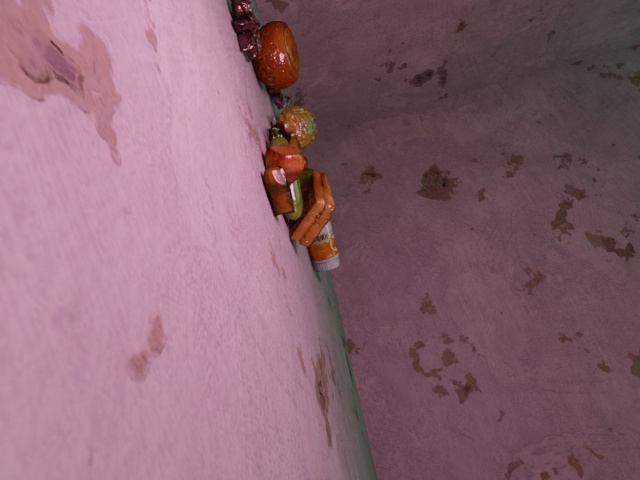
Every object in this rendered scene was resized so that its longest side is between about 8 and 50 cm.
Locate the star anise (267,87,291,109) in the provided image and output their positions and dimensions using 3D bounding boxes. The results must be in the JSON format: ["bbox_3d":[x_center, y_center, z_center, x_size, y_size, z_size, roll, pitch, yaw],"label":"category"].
[{"bbox_3d":[-0.239,-0.838,2.300,0.257,0.111,0.198,-110,-179,-47],"label":"star anise"}]

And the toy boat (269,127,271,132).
[{"bbox_3d":[-0.210,-0.449,1.873,0.096,0.034,0.122,-93,176,-73],"label":"toy boat"}]

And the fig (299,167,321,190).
[{"bbox_3d":[-0.071,-0.254,1.952,0.181,0.191,0.181,52,23,-32],"label":"fig"}]

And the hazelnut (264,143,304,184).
[{"bbox_3d":[-0.133,-0.277,1.498,0.150,0.150,0.150,-15,90,-86],"label":"hazelnut"}]

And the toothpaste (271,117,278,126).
[{"bbox_3d":[-0.211,-0.507,1.974,0.057,0.035,0.197,52,26,-67],"label":"toothpaste"}]

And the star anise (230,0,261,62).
[{"bbox_3d":[-0.288,-0.849,1.649,0.236,0.109,0.223,1,79,-88],"label":"star anise"}]

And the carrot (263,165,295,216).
[{"bbox_3d":[-0.137,-0.159,1.370,0.082,0.082,0.173,-95,170,-69],"label":"carrot"}]

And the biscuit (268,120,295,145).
[{"bbox_3d":[-0.150,-0.407,1.713,0.215,0.034,0.182,-9,-82,62],"label":"biscuit"}]

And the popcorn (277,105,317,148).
[{"bbox_3d":[-0.140,-0.644,2.371,0.225,0.249,0.249,20,-49,58],"label":"popcorn"}]

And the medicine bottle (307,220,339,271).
[{"bbox_3d":[0.000,0.000,2.219,0.158,0.158,0.318,-93,167,-73],"label":"medicine bottle"}]

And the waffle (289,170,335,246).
[{"bbox_3d":[-0.041,-0.141,1.723,0.098,0.224,0.327,28,26,-21],"label":"waffle"}]

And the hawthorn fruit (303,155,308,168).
[{"bbox_3d":[-0.125,-0.418,2.296,0.128,0.128,0.128,-15,90,-86],"label":"hawthorn fruit"}]

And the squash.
[{"bbox_3d":[-0.138,-0.263,1.614,0.101,0.101,0.378,45,33,-83],"label":"squash"}]

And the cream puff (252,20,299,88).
[{"bbox_3d":[-0.218,-0.855,1.927,0.303,0.212,0.303,-8,90,-80],"label":"cream puff"}]
